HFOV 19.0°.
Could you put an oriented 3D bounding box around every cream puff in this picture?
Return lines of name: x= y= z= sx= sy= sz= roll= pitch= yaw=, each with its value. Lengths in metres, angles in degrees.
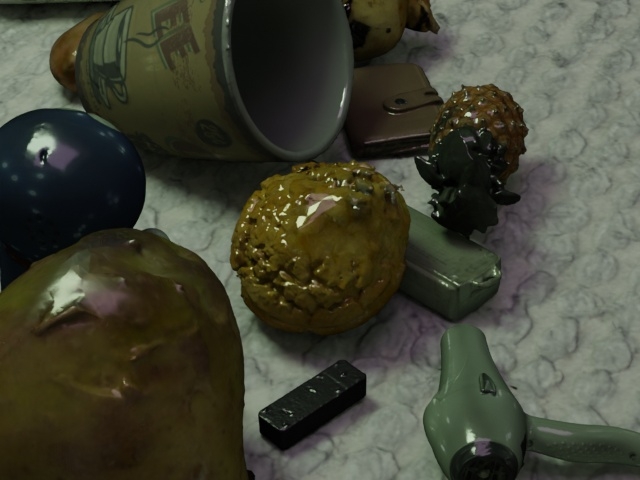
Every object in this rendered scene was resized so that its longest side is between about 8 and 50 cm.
cream puff: x=0.000 y=0.000 z=1.849 sx=0.189 sy=0.129 sz=0.189 roll=-9 pitch=57 yaw=15

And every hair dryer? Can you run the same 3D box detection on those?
hair dryer: x=0.206 y=0.151 z=1.753 sx=0.267 sy=0.092 sz=0.229 roll=2 pitch=29 yaw=-22

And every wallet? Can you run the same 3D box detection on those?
wallet: x=0.078 y=-0.150 z=2.157 sx=0.118 sy=0.038 sz=0.152 roll=-9 pitch=37 yaw=-9

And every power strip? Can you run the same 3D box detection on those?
power strip: x=-0.006 y=0.151 z=1.765 sx=0.111 sy=0.029 sz=0.038 roll=-30 pitch=47 yaw=-31
power strip: x=0.072 y=-0.001 z=1.949 sx=0.272 sy=0.052 sz=0.078 roll=31 pitch=46 yaw=32

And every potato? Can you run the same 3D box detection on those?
potato: x=-0.205 y=0.122 z=1.629 sx=0.301 sy=0.237 sz=0.288 roll=16 pitch=40 yaw=20

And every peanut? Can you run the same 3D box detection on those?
peanut: x=-0.259 y=-0.221 z=2.218 sx=0.076 sy=0.076 sz=0.152 roll=15 pitch=33 yaw=18

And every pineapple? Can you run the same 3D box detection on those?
pineapple: x=0.153 y=-0.080 z=1.975 sx=0.119 sy=0.111 sz=0.237 roll=31 pitch=26 yaw=-5

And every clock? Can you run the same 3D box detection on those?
clock: x=-0.239 y=-0.013 z=1.805 sx=0.200 sy=0.243 sz=0.146 roll=10 pitch=40 yaw=8

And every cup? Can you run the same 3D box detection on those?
cup: x=-0.110 y=-0.215 z=2.073 sx=0.257 sy=0.227 sz=0.301 roll=0 pitch=34 yaw=36

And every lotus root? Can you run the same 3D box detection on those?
lotus root: x=0.010 y=-0.275 z=2.239 sx=0.257 sy=0.140 sz=0.154 roll=-11 pitch=32 yaw=-5

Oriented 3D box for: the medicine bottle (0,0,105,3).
medicine bottle: x=-0.344 y=-0.373 z=2.337 sx=0.293 sy=0.170 sz=0.170 roll=-2 pitch=37 yaw=-5
